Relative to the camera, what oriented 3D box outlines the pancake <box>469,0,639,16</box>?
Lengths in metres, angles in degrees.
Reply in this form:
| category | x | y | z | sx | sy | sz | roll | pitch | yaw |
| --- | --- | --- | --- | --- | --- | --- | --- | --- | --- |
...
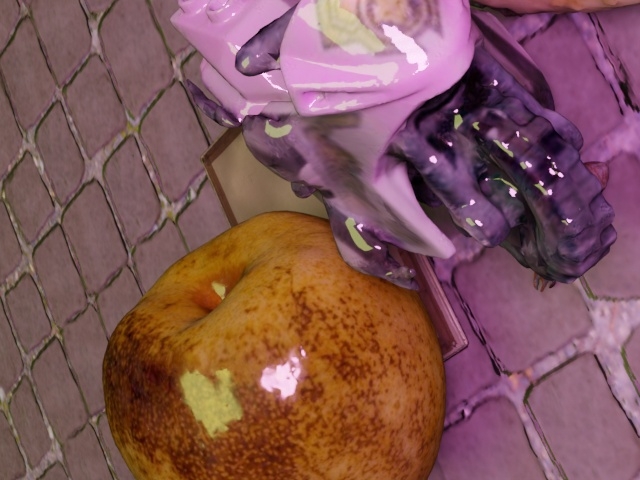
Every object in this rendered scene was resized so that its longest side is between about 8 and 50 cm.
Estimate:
| category | x | y | z | sx | sy | sz | roll | pitch | yaw |
| --- | --- | --- | --- | --- | --- | --- | --- | --- | --- |
| pancake | 0.108 | -0.286 | 0.600 | 0.382 | 0.071 | 0.382 | 17 | 113 | 47 |

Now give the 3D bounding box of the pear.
| category | x | y | z | sx | sy | sz | roll | pitch | yaw |
| --- | --- | --- | --- | --- | --- | --- | --- | --- | --- |
| pear | -0.021 | 0.090 | 0.753 | 0.197 | 0.197 | 0.197 | 17 | 113 | 47 |

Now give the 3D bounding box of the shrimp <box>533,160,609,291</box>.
| category | x | y | z | sx | sy | sz | roll | pitch | yaw |
| --- | --- | --- | --- | --- | --- | --- | --- | --- | --- |
| shrimp | 0.125 | -0.013 | 0.687 | 0.038 | 0.029 | 0.092 | 48 | 137 | 31 |

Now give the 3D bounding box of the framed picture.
| category | x | y | z | sx | sy | sz | roll | pitch | yaw |
| --- | --- | --- | --- | --- | --- | --- | --- | --- | --- |
| framed picture | 0.000 | 0.000 | 0.858 | 0.173 | 0.010 | 0.231 | -40 | 69 | 48 |

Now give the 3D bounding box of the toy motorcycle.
| category | x | y | z | sx | sy | sz | roll | pitch | yaw |
| --- | --- | --- | --- | --- | --- | --- | --- | --- | --- |
| toy motorcycle | 0.014 | -0.088 | 0.663 | 0.188 | 0.143 | 0.327 | 49 | 170 | -35 |
